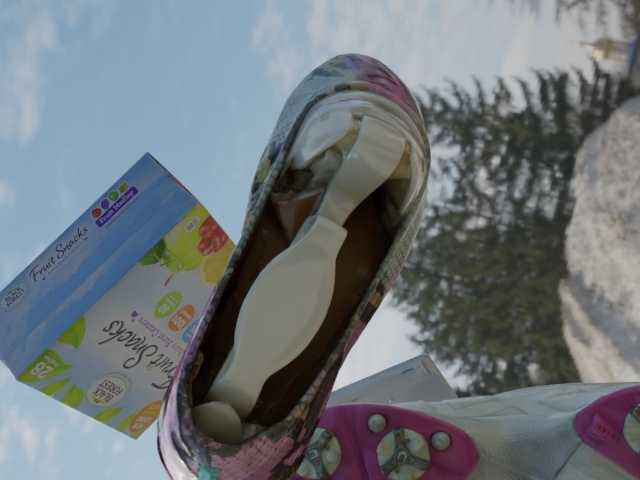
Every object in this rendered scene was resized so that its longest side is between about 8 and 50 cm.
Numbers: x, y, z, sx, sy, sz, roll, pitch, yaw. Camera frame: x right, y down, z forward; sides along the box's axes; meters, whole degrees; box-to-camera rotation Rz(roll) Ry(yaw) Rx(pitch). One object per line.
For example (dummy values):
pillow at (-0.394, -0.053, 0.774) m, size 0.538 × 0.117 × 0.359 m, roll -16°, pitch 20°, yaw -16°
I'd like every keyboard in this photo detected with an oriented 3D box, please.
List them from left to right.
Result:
keyboard at (0.007, 0.181, 0.986) m, size 0.072 × 0.256 × 0.014 m, roll 53°, pitch -158°, yaw -31°

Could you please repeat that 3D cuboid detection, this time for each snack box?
snack box at (-0.139, 0.053, 0.783) m, size 0.174 × 0.070 × 0.207 m, roll -44°, pitch -27°, yaw -7°

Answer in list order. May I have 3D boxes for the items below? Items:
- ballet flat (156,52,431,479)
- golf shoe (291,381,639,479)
ballet flat at (0.000, 0.000, 0.404) m, size 0.079 × 0.077 × 0.221 m, roll 121°, pitch 174°, yaw -63°
golf shoe at (0.095, 0.132, 0.531) m, size 0.140 × 0.306 × 0.115 m, roll 23°, pitch -119°, yaw -76°
